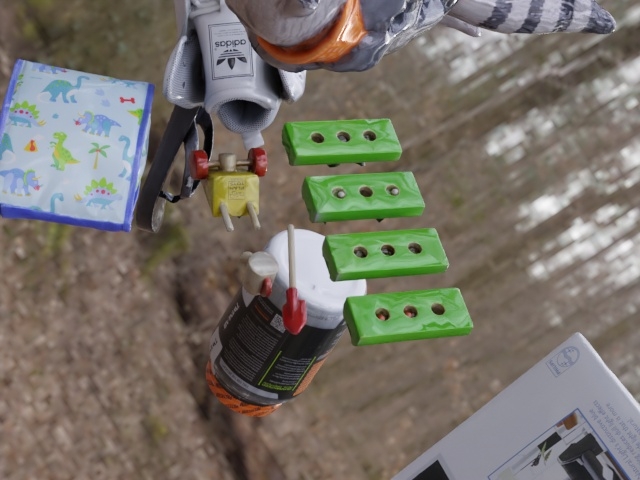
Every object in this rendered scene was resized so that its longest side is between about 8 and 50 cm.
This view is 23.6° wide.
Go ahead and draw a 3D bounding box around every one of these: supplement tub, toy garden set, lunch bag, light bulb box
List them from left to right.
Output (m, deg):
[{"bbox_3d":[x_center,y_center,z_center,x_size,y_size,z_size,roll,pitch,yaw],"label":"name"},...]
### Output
[{"bbox_3d":[-0.216,-0.070,1.325,0.151,0.128,0.096,-87,-173,-45],"label":"lunch bag"},{"bbox_3d":[-0.042,0.090,1.590,0.117,0.117,0.190,55,-49,27],"label":"supplement tub"},{"bbox_3d":[0.000,0.000,1.377,0.049,0.203,0.244,111,-32,-48],"label":"toy garden set"},{"bbox_3d":[0.257,0.359,1.621,0.358,0.361,0.225,47,7,-38],"label":"light bulb box"}]

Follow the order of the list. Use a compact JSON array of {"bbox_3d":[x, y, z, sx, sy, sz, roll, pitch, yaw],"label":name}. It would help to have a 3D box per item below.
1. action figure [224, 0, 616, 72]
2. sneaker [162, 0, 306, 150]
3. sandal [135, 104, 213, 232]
[{"bbox_3d":[0.077,-0.189,0.919,0.341,0.330,0.179,-28,-94,45],"label":"action figure"},{"bbox_3d":[-0.073,-0.243,1.338,0.366,0.137,0.210,80,11,-60],"label":"sneaker"},{"bbox_3d":[-0.139,-0.105,1.631,0.054,0.255,0.097,23,32,-4],"label":"sandal"}]
